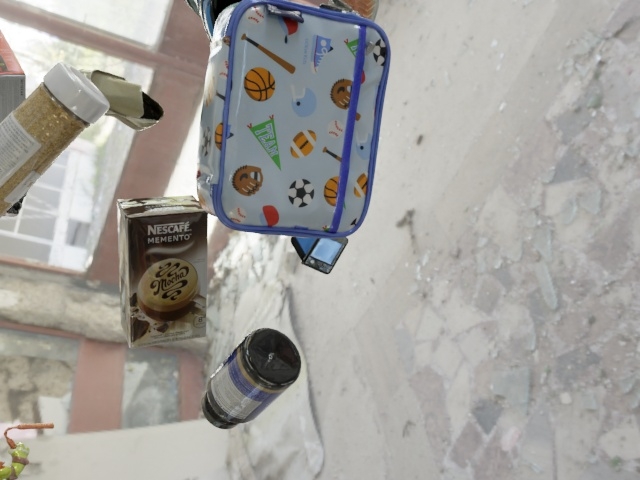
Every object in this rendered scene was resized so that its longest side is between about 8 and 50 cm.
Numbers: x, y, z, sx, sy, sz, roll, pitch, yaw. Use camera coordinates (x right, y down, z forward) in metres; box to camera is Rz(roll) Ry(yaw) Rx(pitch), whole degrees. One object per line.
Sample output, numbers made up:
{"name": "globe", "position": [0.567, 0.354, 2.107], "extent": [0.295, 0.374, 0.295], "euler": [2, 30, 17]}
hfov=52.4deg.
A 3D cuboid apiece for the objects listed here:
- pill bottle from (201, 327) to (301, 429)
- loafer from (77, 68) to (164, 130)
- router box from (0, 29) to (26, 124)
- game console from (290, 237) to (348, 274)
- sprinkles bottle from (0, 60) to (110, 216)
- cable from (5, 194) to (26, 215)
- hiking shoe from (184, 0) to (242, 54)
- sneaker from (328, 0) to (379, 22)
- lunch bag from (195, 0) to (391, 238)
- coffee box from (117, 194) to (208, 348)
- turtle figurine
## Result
{"name": "pill bottle", "position": [-0.139, 0.268, 1.226], "extent": [0.219, 0.122, 0.123], "euler": [-49, 36, 39]}
{"name": "loafer", "position": [-0.458, -0.332, 1.506], "extent": [0.091, 0.268, 0.102], "euler": [-10, 81, 19]}
{"name": "router box", "position": [-0.955, -0.413, 1.932], "extent": [0.301, 0.082, 0.336], "euler": [51, 137, 35]}
{"name": "game console", "position": [0.000, 0.000, 1.505], "extent": [0.122, 0.107, 0.071], "euler": [-57, -15, -37]}
{"name": "sprinkles bottle", "position": [-0.562, -0.172, 1.226], "extent": [0.355, 0.121, 0.121], "euler": [-44, 30, 4]}
{"name": "cable", "position": [-0.784, -0.130, 1.690], "extent": [0.184, 0.047, 0.151], "euler": [-11, 59, 62]}
{"name": "hiking shoe", "position": [-0.151, -0.392, 1.040], "extent": [0.304, 0.113, 0.132], "euler": [67, 160, 10]}
{"name": "sneaker", "position": [0.084, -0.535, 1.397], "extent": [0.121, 0.108, 0.303], "euler": [23, -103, -79]}
{"name": "lunch bag", "position": [-0.027, -0.157, 0.839], "extent": [0.115, 0.243, 0.304], "euler": [-154, 71, -64]}
{"name": "coffee box", "position": [-0.335, 0.063, 1.383], "extent": [0.119, 0.168, 0.298], "euler": [40, 131, 55]}
{"name": "turtle figurine", "position": [-0.556, 0.420, 1.062], "extent": [0.087, 0.269, 0.218], "euler": [28, 116, 28]}
